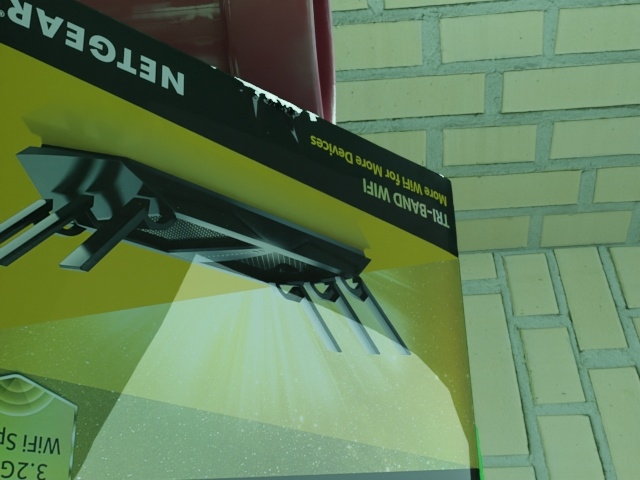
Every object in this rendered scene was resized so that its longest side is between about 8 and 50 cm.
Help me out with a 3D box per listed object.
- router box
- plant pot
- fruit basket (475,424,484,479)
[{"bbox_3d":[-0.052,0.045,0.400,0.309,0.081,0.243,18,60,-40],"label":"router box"},{"bbox_3d":[-0.086,-0.152,0.586,0.201,0.180,0.201,-3,90,-85],"label":"plant pot"},{"bbox_3d":[0.093,0.395,1.371,0.165,0.353,0.327,52,24,-35],"label":"fruit basket"}]
